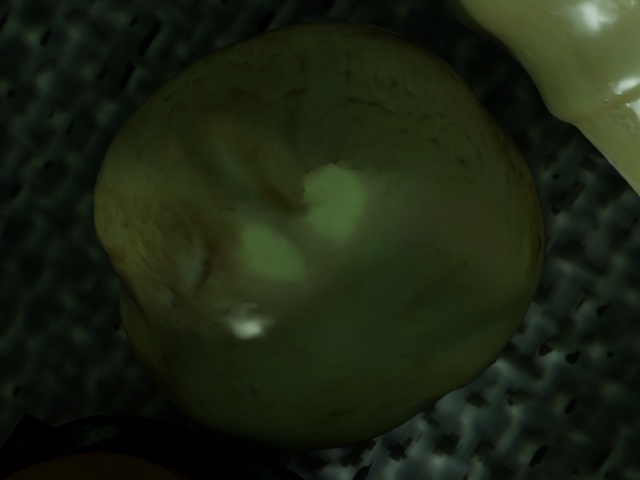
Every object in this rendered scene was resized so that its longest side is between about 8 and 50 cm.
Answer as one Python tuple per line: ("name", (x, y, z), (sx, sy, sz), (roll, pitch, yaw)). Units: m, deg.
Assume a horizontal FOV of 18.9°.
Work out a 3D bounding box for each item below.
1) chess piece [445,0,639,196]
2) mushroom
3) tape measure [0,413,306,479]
("chess piece", (0.160, 0.041, 0.580), (0.117, 0.117, 0.397), (-27, 93, 10))
("mushroom", (0.000, 0.000, 0.597), (0.148, 0.148, 0.112), (-27, 52, 10))
("tape measure", (-0.058, 0.159, 0.575), (0.202, 0.223, 0.135), (-55, 131, -10))
